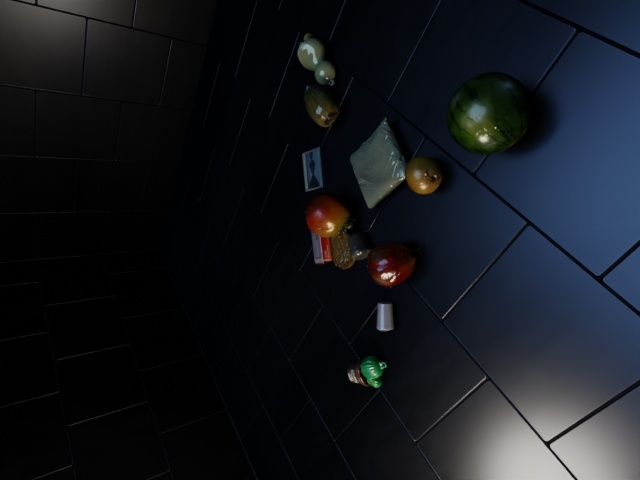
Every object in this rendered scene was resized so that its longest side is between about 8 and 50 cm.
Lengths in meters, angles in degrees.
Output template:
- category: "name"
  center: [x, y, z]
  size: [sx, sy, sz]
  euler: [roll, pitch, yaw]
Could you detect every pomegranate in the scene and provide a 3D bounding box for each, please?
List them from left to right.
- category: "pomegranate"
  center: [0.044, -0.108, 1.875]
  size: [0.235, 0.210, 0.210]
  euler: [37, 124, 16]

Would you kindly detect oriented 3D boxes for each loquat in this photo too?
- category: "loquat"
  center: [0.376, -0.241, 1.504]
  size: [0.141, 0.141, 0.141]
  euler: [8, 100, 50]

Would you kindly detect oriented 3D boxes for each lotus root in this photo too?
- category: "lotus root"
  center: [-0.008, -0.647, 1.926]
  size: [0.154, 0.154, 0.278]
  euler: [-53, 50, 40]

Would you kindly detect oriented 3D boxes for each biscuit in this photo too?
- category: "biscuit"
  center: [0.108, 0.042, 1.949]
  size: [0.188, 0.027, 0.187]
  euler: [7, 99, 49]

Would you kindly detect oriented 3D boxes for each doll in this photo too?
- category: "doll"
  center: [-0.011, -0.839, 1.939]
  size: [0.141, 0.117, 0.296]
  euler: [-42, 76, 38]

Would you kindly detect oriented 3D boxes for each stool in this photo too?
- category: "stool"
  center: [0.170, 0.026, 1.821]
  size: [0.096, 0.096, 0.110]
  euler: [-43, 57, 44]

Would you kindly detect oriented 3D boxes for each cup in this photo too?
- category: "cup"
  center: [0.271, 0.322, 1.760]
  size: [0.104, 0.074, 0.116]
  euler: [174, 94, -79]

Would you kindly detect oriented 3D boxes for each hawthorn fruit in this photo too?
- category: "hawthorn fruit"
  center: [0.295, 0.075, 1.627]
  size: [0.235, 0.181, 0.181]
  euler: [-37, 64, 24]

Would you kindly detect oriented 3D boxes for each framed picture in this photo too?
- category: "framed picture"
  center: [-0.037, -0.358, 2.088]
  size: [0.150, 0.015, 0.203]
  euler: [-5, 90, 51]

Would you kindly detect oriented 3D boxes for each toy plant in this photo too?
- category: "toy plant"
  center: [0.215, 0.585, 1.825]
  size: [0.200, 0.105, 0.142]
  euler: [-22, 85, 38]

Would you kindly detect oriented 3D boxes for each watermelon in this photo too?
- category: "watermelon"
  center: [0.509, -0.383, 1.252]
  size: [0.242, 0.242, 0.242]
  euler: [8, 100, 50]

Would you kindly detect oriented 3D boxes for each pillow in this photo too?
- category: "pillow"
  center: [0.244, -0.312, 1.709]
  size: [0.281, 0.076, 0.274]
  euler: [-42, 59, 51]

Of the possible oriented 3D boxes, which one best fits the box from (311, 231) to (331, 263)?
- category: "box"
  center: [0.000, 0.000, 2.032]
  size: [0.123, 0.050, 0.229]
  euler: [171, 93, -70]
